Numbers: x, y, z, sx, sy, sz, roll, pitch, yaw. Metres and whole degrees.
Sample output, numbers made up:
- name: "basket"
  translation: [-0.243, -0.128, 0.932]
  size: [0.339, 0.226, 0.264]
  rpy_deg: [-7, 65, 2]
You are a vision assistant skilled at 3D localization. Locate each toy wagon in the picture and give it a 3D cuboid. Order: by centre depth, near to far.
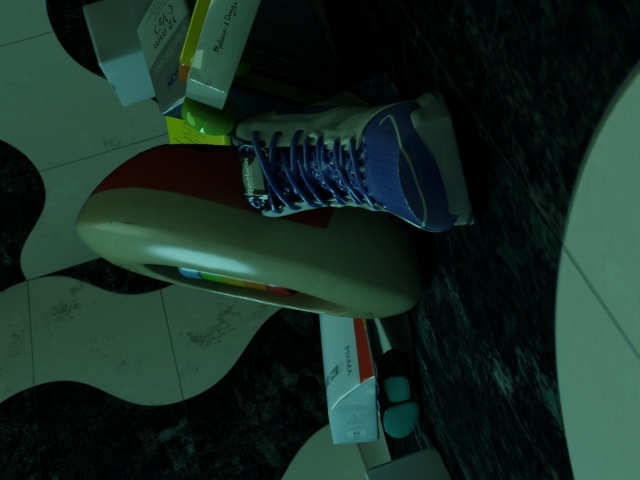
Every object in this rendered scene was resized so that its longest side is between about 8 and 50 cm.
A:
- name: "toy wagon"
  translation: [-0.062, -0.277, 0.778]
  size: [0.344, 0.068, 0.267]
  rpy_deg: [-83, 16, -49]

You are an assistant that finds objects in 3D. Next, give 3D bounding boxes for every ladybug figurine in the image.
- name: "ladybug figurine"
  translation: [-0.089, -0.017, 0.982]
  size: [0.305, 0.449, 0.162]
  rpy_deg: [61, -140, -75]

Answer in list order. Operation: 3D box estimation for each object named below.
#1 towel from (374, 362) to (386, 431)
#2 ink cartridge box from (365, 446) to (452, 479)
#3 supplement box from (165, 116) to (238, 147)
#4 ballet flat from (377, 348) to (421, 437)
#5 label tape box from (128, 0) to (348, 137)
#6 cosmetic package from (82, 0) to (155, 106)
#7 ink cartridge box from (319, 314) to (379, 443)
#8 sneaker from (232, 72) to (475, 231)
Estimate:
- name: "towel"
  translation: [0.091, 0.251, 1.663]
  size: [0.209, 0.034, 0.285]
  rpy_deg: [-117, 5, -59]
- name: "ink cartridge box"
  translation: [0.179, 0.520, 1.274]
  size: [0.226, 0.131, 0.306]
  rpy_deg: [-114, 7, -50]
- name: "supplement box"
  translation: [-0.134, -0.115, 1.443]
  size: [0.195, 0.194, 0.357]
  rpy_deg: [31, 137, 41]
- name: "ballet flat"
  translation: [0.125, 0.243, 1.280]
  size: [0.203, 0.074, 0.074]
  rpy_deg: [79, 172, -48]
- name: "label tape box"
  translation: [-0.090, -0.211, 1.012]
  size: [0.115, 0.249, 0.348]
  rpy_deg: [-41, 55, 36]
- name: "cosmetic package"
  translation: [-0.290, -0.441, 1.683]
  size: [0.197, 0.365, 0.155]
  rpy_deg: [93, 159, -73]
- name: "ink cartridge box"
  translation: [0.034, 0.115, 1.281]
  size: [0.385, 0.091, 0.308]
  rpy_deg: [80, -176, -54]
- name: "sneaker"
  translation: [0.016, -0.068, 0.751]
  size: [0.315, 0.182, 0.128]
  rpy_deg: [-122, 14, -70]
